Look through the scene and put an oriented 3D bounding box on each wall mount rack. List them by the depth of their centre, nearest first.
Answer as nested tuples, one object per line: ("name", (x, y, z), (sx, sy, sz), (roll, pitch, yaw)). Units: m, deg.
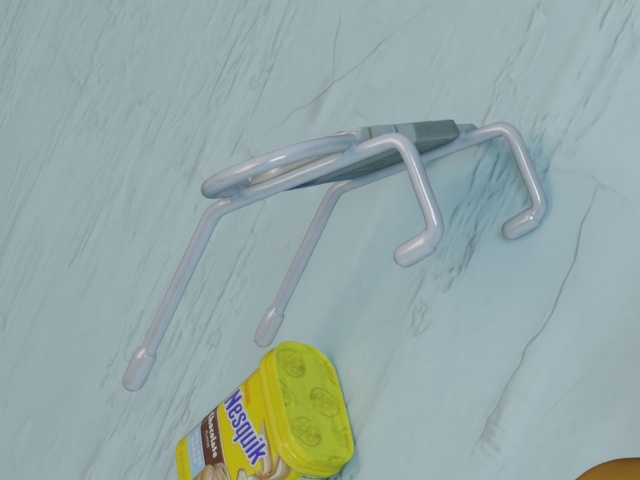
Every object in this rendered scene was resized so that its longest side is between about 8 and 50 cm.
("wall mount rack", (0.000, 0.000, 1.320), (0.304, 0.350, 0.130), (-22, 85, 29))

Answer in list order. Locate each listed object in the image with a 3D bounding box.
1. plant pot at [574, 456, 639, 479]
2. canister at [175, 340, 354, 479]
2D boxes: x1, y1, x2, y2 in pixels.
("plant pot", (0.234, 0.216, 1.033), (0.188, 0.205, 0.205), (11, 85, 68))
("canister", (-0.055, 0.188, 1.500), (0.170, 0.073, 0.126), (-44, 45, 35))
